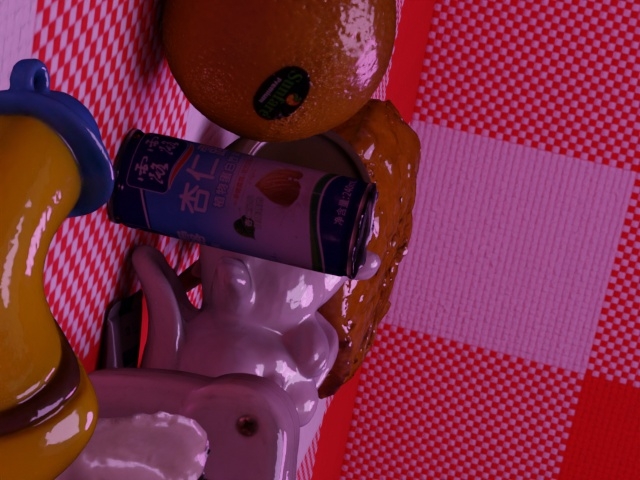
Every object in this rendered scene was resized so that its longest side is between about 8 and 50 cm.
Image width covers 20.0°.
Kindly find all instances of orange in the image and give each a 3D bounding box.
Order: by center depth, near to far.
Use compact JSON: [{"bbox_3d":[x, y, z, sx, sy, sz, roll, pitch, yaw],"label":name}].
[{"bbox_3d":[-0.038,-0.202,1.675,0.236,0.236,0.236,14,90,-82],"label":"orange"}]

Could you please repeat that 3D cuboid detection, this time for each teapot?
[{"bbox_3d":[-0.063,-0.021,2.036,0.268,0.185,0.175,-38,-177,-31],"label":"teapot"}]

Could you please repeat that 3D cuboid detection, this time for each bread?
[{"bbox_3d":[0.000,0.000,2.306,0.398,0.215,0.398,15,90,-83],"label":"bread"}]

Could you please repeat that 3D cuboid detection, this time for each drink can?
[{"bbox_3d":[-0.070,-0.034,1.672,0.097,0.235,0.097,14,90,-82],"label":"drink can"}]

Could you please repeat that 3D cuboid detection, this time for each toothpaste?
[{"bbox_3d":[-0.205,0.184,1.814,0.096,0.061,0.266,-39,135,-74],"label":"toothpaste"}]

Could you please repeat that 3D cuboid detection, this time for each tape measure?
[{"bbox_3d":[-0.132,0.249,1.644,0.130,0.265,0.258,-32,126,-81],"label":"tape measure"}]

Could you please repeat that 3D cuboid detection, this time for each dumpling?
[{"bbox_3d":[-0.218,0.247,1.477,0.227,0.175,0.243,24,74,-42],"label":"dumpling"}]

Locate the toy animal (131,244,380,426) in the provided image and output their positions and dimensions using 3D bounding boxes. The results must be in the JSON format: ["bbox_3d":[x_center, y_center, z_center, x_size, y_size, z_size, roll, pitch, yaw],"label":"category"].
[{"bbox_3d":[-0.088,0.083,1.821,0.249,0.174,0.289,49,58,-24],"label":"toy animal"}]

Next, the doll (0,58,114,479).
[{"bbox_3d":[-0.215,0.058,1.198,0.199,0.145,0.362,21,76,-77],"label":"doll"}]
